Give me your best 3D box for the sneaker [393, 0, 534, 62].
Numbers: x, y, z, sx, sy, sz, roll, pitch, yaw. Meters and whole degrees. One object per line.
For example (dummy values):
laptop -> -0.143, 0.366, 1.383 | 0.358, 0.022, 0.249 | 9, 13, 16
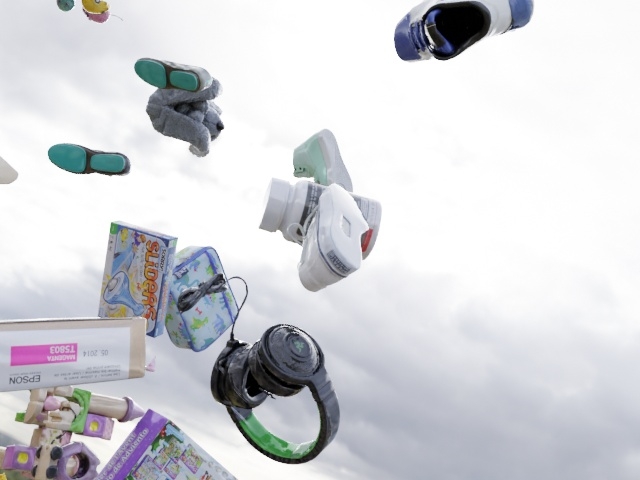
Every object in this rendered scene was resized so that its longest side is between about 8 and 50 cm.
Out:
sneaker -> 0.236, -0.422, 1.411 | 0.315, 0.182, 0.127 | -1, -67, 52

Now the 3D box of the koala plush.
koala plush -> -0.341, -0.333, 1.965 | 0.203, 0.196, 0.221 | 11, -4, 19

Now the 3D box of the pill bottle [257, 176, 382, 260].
pill bottle -> -0.003, -0.059, 1.796 | 0.283, 0.161, 0.161 | 15, -22, -10

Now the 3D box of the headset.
headset -> -0.125, 0.247, 1.349 | 0.243, 0.185, 0.394 | -25, -89, 37

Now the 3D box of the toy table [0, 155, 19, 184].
toy table -> -0.721, -0.155, 1.370 | 0.252, 0.161, 0.274 | 15, -32, 36

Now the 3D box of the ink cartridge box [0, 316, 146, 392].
ink cartridge box -> -0.384, 0.148, 0.965 | 0.235, 0.088, 0.193 | 4, -7, -43

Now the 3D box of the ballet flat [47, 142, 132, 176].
ballet flat -> -0.530, -0.183, 1.673 | 0.203, 0.074, 0.074 | 9, -26, 10

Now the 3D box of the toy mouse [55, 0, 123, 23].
toy mouse -> -0.493, -0.479, 1.490 | 0.143, 0.031, 0.161 | 11, -1, 32

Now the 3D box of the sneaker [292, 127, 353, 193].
sneaker -> 0.000, -0.174, 2.057 | 0.151, 0.256, 0.094 | -24, -16, 37

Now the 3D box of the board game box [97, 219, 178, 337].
board game box -> -0.356, 0.074, 1.399 | 0.136, 0.201, 0.035 | 15, 13, 17

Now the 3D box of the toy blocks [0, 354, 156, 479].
toy blocks -> -0.447, 0.334, 1.398 | 0.260, 0.288, 0.309 | 25, -27, -39

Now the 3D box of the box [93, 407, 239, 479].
box -> -0.219, 0.412, 1.072 | 0.057, 0.201, 0.293 | 12, -34, 43

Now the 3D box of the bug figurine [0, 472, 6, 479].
bug figurine -> -0.729, 0.476, 1.551 | 0.216, 0.072, 0.279 | 8, -69, 62

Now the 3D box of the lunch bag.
lunch bag -> -0.284, 0.128, 1.652 | 0.090, 0.176, 0.219 | 4, -61, 38

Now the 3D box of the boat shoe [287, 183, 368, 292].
boat shoe -> 0.006, 0.007, 1.506 | 0.156, 0.367, 0.136 | -37, -72, 19

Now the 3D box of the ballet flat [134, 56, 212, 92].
ballet flat -> -0.358, -0.405, 1.764 | 0.213, 0.068, 0.072 | 18, -59, 25
